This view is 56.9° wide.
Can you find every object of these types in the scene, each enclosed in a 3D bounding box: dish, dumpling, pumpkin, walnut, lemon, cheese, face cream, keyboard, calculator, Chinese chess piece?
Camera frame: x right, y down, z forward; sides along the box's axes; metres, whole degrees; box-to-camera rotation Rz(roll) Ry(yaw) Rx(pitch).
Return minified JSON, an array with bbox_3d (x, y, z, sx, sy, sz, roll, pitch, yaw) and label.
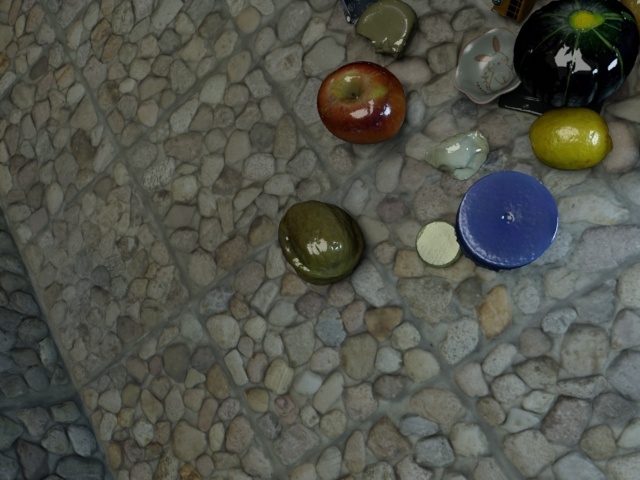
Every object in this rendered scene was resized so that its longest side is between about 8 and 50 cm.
[{"bbox_3d":[0.501,-0.489,1.695,0.229,0.081,0.230,-11,73,37],"label":"dish"},{"bbox_3d":[0.403,-0.241,1.733,0.169,0.100,0.134,-26,112,-1],"label":"dumpling"},{"bbox_3d":[0.642,-0.460,1.512,0.295,0.295,0.296,-2,85,25],"label":"pumpkin"},{"bbox_3d":[0.000,0.000,1.822,0.282,0.227,0.283,2,54,-3],"label":"walnut"},{"bbox_3d":[0.662,-0.270,1.565,0.207,0.170,0.170,4,88,25],"label":"lemon"},{"bbox_3d":[0.204,-0.666,1.849,0.202,0.091,0.176,25,97,26],"label":"cheese"},{"bbox_3d":[0.487,-0.042,1.578,0.248,0.225,0.249,-2,82,11],"label":"face cream"},{"bbox_3d":[0.689,-0.378,1.635,0.381,0.041,0.104,21,96,31],"label":"keyboard"},{"bbox_3d":[0.185,-0.823,1.902,0.274,0.028,0.166,-26,76,21],"label":"calculator"},{"bbox_3d":[0.352,0.010,1.747,0.144,0.058,0.144,-3,83,23],"label":"Chinese chess piece"}]

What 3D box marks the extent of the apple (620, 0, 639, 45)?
[{"bbox_3d":[0.882,-0.599,1.478,0.236,0.207,0.237,4,95,50],"label":"apple"}]

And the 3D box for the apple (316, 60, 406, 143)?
[{"bbox_3d":[0.128,-0.414,1.806,0.271,0.206,0.252,-4,74,22],"label":"apple"}]

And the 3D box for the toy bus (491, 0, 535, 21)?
[{"bbox_3d":[0.552,-0.717,1.621,0.114,0.201,0.098,37,67,20],"label":"toy bus"}]
